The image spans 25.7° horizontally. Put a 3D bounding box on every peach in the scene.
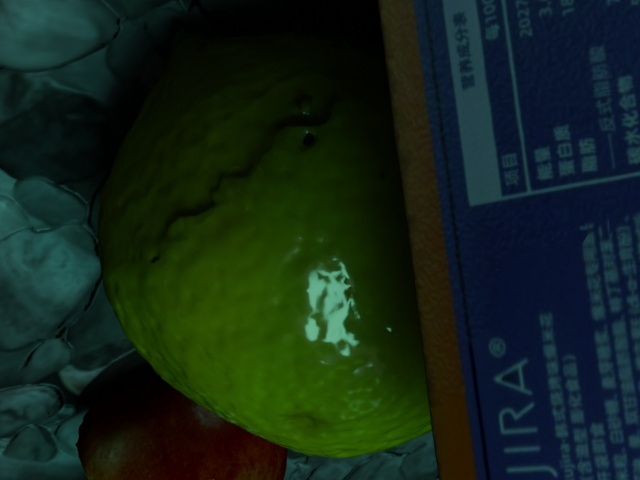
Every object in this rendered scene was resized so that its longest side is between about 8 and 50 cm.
[{"bbox_3d":[-0.081,0.151,0.946,0.118,0.151,0.151,-34,139,23],"label":"peach"}]

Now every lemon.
[{"bbox_3d":[0.007,0.003,0.775,0.253,0.228,0.228,28,114,-26],"label":"lemon"}]

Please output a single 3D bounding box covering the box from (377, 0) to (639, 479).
[{"bbox_3d":[0.204,-0.013,0.640,0.257,0.348,0.318,-10,176,29],"label":"box"}]
